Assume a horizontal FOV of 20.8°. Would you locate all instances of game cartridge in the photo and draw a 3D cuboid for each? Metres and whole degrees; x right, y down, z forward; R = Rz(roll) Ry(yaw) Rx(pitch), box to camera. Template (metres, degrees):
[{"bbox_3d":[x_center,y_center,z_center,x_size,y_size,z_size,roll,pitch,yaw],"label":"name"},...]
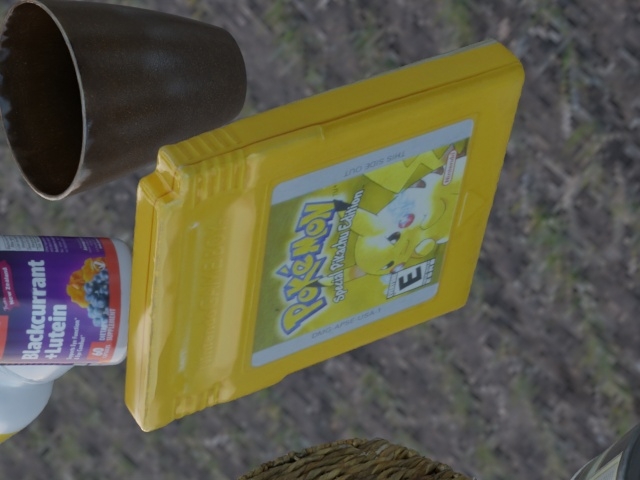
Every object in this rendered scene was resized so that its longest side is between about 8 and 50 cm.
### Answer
[{"bbox_3d":[0.000,0.000,1.385,0.053,0.323,0.285,49,147,33],"label":"game cartridge"}]

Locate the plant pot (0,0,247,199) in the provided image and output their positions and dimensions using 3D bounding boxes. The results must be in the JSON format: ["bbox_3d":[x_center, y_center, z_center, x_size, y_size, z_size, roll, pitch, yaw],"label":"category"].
[{"bbox_3d":[-0.205,-0.168,1.908,0.215,0.230,0.215,23,119,52],"label":"plant pot"}]

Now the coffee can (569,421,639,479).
[{"bbox_3d":[0.327,0.252,1.536,0.201,0.201,0.275,39,163,7],"label":"coffee can"}]

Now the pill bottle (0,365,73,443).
[{"bbox_3d":[-0.393,0.140,1.755,0.334,0.188,0.188,-34,103,27],"label":"pill bottle"}]

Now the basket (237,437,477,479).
[{"bbox_3d":[0.008,0.364,1.861,0.213,0.299,0.223,19,115,38],"label":"basket"}]

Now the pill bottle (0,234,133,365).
[{"bbox_3d":[-0.256,0.049,1.426,0.108,0.193,0.108,-179,90,-70],"label":"pill bottle"}]
